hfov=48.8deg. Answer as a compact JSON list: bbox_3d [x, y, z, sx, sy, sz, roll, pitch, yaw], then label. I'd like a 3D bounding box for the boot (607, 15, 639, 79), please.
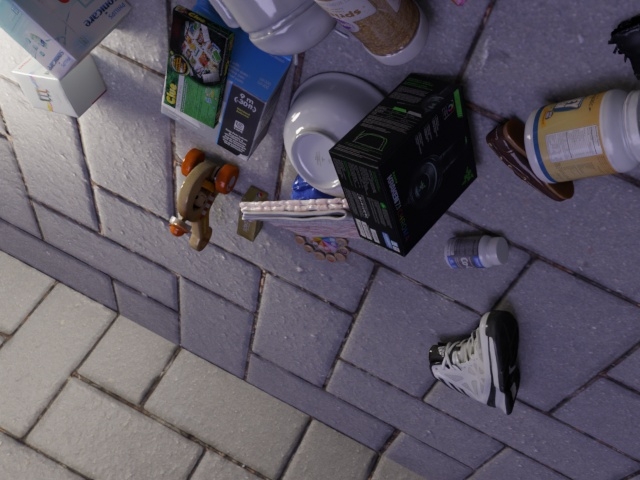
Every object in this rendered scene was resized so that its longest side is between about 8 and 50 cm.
[{"bbox_3d":[0.533,-0.316,1.126,0.121,0.045,0.099,-15,123,50],"label":"boot"}]

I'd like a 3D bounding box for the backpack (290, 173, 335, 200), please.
[{"bbox_3d":[-0.019,-0.134,1.766,0.101,0.098,0.120,42,150,-22],"label":"backpack"}]

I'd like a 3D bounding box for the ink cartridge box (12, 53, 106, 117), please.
[{"bbox_3d":[-0.697,-0.428,1.890,0.176,0.128,0.127,16,145,24],"label":"ink cartridge box"}]

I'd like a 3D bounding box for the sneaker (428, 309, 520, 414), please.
[{"bbox_3d":[0.411,0.332,1.975,0.257,0.169,0.448,11,145,25],"label":"sneaker"}]

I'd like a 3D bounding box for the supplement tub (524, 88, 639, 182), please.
[{"bbox_3d":[0.481,-0.184,1.249,0.199,0.144,0.144,-7,132,44],"label":"supplement tub"}]

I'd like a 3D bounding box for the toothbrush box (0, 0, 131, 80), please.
[{"bbox_3d":[-0.616,-0.547,1.583,0.295,0.216,0.126,46,145,-20],"label":"toothbrush box"}]

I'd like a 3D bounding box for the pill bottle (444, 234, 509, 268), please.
[{"bbox_3d":[0.372,0.027,1.682,0.137,0.078,0.078,-4,134,42],"label":"pill bottle"}]

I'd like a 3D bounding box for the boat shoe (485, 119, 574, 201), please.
[{"bbox_3d":[0.419,-0.154,1.412,0.207,0.073,0.073,46,147,-9],"label":"boat shoe"}]

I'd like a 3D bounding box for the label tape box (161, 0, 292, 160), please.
[{"bbox_3d":[-0.218,-0.367,1.599,0.249,0.115,0.348,31,149,0],"label":"label tape box"}]

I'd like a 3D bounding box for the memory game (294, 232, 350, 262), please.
[{"bbox_3d":[0.000,0.000,2.009,0.186,0.012,0.186,21,146,15],"label":"memory game"}]

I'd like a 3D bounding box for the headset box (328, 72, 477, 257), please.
[{"bbox_3d":[0.181,-0.157,1.416,0.131,0.283,0.246,25,150,39],"label":"headset box"}]

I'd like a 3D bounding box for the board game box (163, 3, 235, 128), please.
[{"bbox_3d":[-0.265,-0.366,1.519,0.136,0.030,0.260,27,141,2],"label":"board game box"}]

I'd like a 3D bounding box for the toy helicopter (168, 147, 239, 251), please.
[{"bbox_3d":[-0.348,-0.070,1.989,0.140,0.235,0.355,25,147,9],"label":"toy helicopter"}]

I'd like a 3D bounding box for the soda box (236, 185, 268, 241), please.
[{"bbox_3d":[-0.197,-0.073,2.022,0.058,0.061,0.181,26,147,6],"label":"soda box"}]

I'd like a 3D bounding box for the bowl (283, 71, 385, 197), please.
[{"bbox_3d":[0.027,-0.203,1.547,0.297,0.134,0.298,21,134,22],"label":"bowl"}]

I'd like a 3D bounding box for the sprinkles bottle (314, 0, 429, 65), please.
[{"bbox_3d":[0.062,-0.407,1.155,0.121,0.121,0.355,9,175,31],"label":"sprinkles bottle"}]

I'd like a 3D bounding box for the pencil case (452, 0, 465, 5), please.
[{"bbox_3d":[0.142,-0.495,1.126,0.284,0.124,0.124,33,147,-3],"label":"pencil case"}]

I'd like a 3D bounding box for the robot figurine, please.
[{"bbox_3d":[-0.091,-0.481,1.260,0.299,0.200,0.353,-9,130,41],"label":"robot figurine"}]

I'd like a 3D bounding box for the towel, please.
[{"bbox_3d":[0.019,-0.048,1.738,0.331,0.054,0.317,1,173,36],"label":"towel"}]
